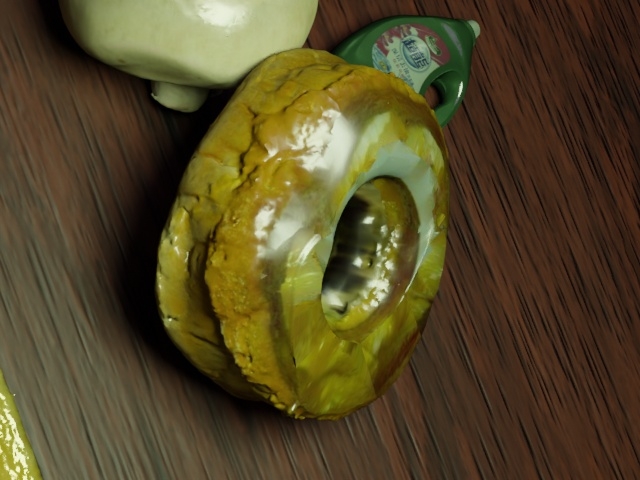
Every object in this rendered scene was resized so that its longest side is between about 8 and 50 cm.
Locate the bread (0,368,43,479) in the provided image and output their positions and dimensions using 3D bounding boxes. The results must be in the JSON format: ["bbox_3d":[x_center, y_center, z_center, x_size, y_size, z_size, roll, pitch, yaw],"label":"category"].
[{"bbox_3d":[-0.271,0.199,1.163,0.094,0.102,0.245,-21,87,-37],"label":"bread"}]

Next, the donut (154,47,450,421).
[{"bbox_3d":[0.000,0.000,1.292,0.330,0.160,0.330,-13,110,-39],"label":"donut"}]

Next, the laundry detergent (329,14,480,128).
[{"bbox_3d":[0.102,-0.179,1.548,0.211,0.063,0.137,-32,96,-38],"label":"laundry detergent"}]

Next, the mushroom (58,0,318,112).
[{"bbox_3d":[-0.121,-0.220,1.349,0.246,0.202,0.246,4,34,-3],"label":"mushroom"}]
